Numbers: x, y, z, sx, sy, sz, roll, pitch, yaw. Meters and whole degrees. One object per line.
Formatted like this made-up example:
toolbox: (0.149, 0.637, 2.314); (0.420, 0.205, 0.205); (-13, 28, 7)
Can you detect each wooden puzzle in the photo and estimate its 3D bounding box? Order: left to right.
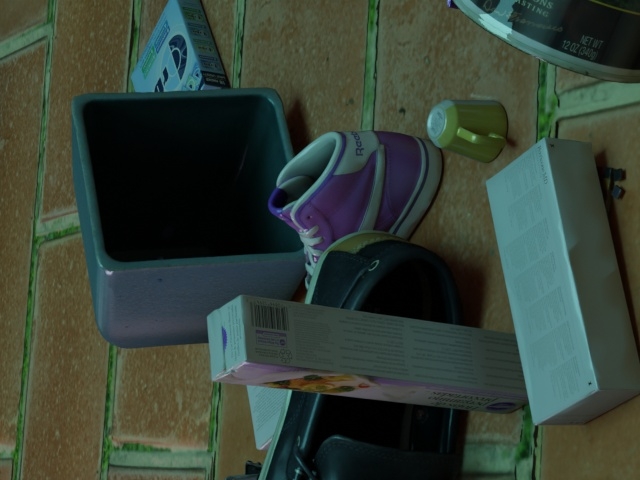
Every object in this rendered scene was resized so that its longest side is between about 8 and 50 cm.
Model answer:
wooden puzzle: (0.247, -0.043, 1.766); (0.083, 0.006, 0.049); (10, 92, 61)

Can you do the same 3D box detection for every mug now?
mug: (0.144, -0.113, 1.911); (0.078, 0.064, 0.062); (-24, 62, 57)

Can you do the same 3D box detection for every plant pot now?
plant pot: (-0.167, -0.003, 2.280); (0.252, 0.248, 0.247); (109, 153, -53)

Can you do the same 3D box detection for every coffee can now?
coffee can: (0.248, -0.298, 1.625); (0.201, 0.201, 0.275); (56, 132, 50)

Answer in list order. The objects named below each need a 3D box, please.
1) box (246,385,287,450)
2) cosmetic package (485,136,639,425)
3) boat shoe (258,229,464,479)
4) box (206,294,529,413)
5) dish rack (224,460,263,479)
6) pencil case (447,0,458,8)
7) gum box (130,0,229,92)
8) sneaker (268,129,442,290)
box: (-0.010, 0.169, 2.083); (0.102, 0.101, 0.087); (-46, 46, 48)
cosmetic package: (0.217, 0.037, 1.737); (0.099, 0.060, 0.239); (-40, 53, 53)
boat shoe: (0.043, 0.232, 1.895); (0.156, 0.187, 0.500); (168, 112, -66)
box: (0.052, 0.106, 1.756); (0.063, 0.324, 0.067); (-32, 56, 51)
dish rack: (-0.068, 0.334, 2.056); (0.271, 0.074, 0.208); (44, -133, -78)
pencil case: (0.171, -0.324, 1.887); (0.088, 0.086, 0.206); (16, 98, 48)
gum box: (-0.186, -0.207, 2.554); (0.157, 0.041, 0.184); (-58, 38, 37)
sneaker: (0.000, -0.001, 2.049); (0.102, 0.161, 0.282); (57, 133, 48)
